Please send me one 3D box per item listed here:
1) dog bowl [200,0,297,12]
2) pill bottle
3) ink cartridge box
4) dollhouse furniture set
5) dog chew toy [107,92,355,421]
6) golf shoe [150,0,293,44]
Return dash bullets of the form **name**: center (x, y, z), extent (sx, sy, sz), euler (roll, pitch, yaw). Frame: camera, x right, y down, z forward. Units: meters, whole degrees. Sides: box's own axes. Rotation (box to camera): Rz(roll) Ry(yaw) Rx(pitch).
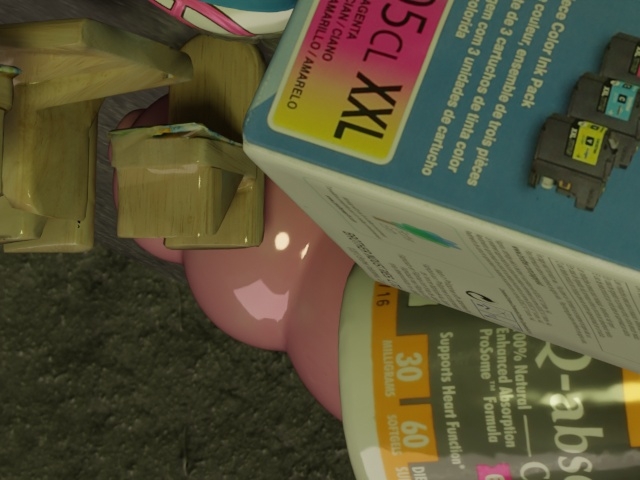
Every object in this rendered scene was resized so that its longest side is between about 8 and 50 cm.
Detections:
- **dog bowl**: center (-0.110, -0.190, 0.795), extent (0.166, 0.074, 0.297), euler (15, 169, 40)
- **pill bottle**: center (0.160, 0.071, 1.094), extent (0.278, 0.162, 0.162), euler (-5, 164, 15)
- **ink cartridge box**: center (0.197, -0.011, 0.879), extent (0.395, 0.151, 0.270), euler (21, 173, 18)
- **dollhouse furniture set**: center (-0.275, -0.134, 1.166), extent (0.394, 0.257, 0.362), euler (-2, 174, 26)
- **dog chew toy**: center (0.000, 0.000, 1.350), extent (0.331, 0.207, 0.206), euler (28, 174, 15)
- **golf shoe**: center (-0.077, -0.151, 0.975), extent (0.186, 0.067, 0.086), euler (19, 170, 23)
